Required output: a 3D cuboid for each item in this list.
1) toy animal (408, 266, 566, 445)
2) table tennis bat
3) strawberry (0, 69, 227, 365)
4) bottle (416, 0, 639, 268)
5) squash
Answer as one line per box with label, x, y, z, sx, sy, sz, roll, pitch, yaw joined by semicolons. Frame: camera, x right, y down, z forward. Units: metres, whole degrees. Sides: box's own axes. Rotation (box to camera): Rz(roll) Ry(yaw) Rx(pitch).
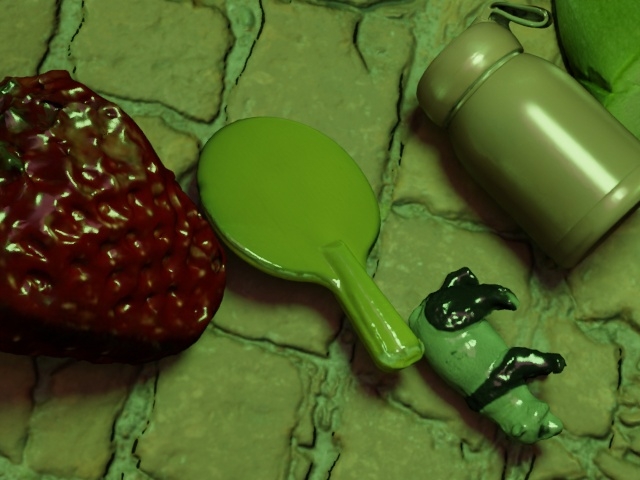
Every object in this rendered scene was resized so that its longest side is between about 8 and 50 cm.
toy animal;0.199;0.138;1.459;0.121;0.094;0.225;-37;80;-12
table tennis bat;0.000;0.000;1.479;0.224;0.054;0.368;-24;69;-35
strawberry;-0.273;0.002;1.406;0.345;0.295;0.317;35;47;-30
bottle;0.263;-0.136;1.502;0.206;0.173;0.297;-46;77;13
squash;0.416;-0.304;1.628;0.234;0.210;0.309;-13;46;-6
